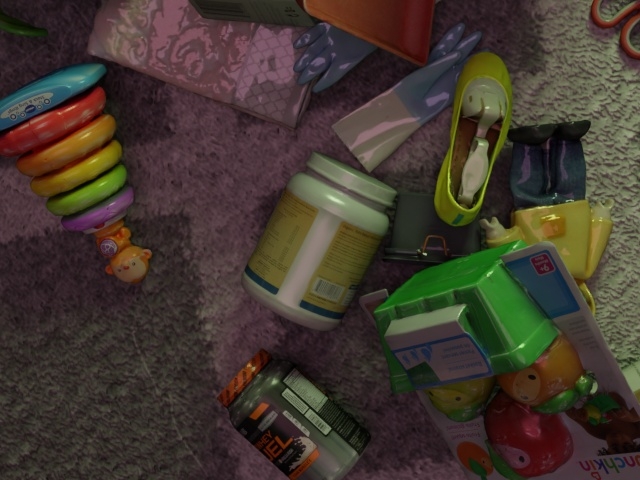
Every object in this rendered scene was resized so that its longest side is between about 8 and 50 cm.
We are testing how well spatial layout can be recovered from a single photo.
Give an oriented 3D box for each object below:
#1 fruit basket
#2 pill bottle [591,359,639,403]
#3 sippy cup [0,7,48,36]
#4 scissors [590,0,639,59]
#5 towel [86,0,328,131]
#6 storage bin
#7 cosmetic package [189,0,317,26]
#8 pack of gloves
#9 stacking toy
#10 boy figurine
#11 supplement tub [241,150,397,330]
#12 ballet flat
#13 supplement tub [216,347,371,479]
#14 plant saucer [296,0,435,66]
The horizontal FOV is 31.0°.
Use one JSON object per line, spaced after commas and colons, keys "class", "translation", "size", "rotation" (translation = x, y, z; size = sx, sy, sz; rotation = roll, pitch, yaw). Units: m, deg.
{"class": "fruit basket", "translation": [0.228, 0.190, 1.396], "size": [0.327, 0.165, 0.353], "rotation": [-19, 99, 49]}
{"class": "pill bottle", "translation": [0.458, 0.193, 1.441], "size": [0.229, 0.131, 0.131], "rotation": [-29, 90, 9]}
{"class": "sippy cup", "translation": [-0.327, -0.417, 1.433], "size": [0.224, 0.305, 0.240], "rotation": [29, 55, 12]}
{"class": "scissors", "translation": [0.485, -0.339, 1.449], "size": [0.297, 0.021, 0.109], "rotation": [-33, 88, 10]}
{"class": "towel", "translation": [-0.114, -0.347, 1.515], "size": [0.317, 0.053, 0.331], "rotation": [22, 96, 6]}
{"class": "storage bin", "translation": [0.150, -0.013, 1.490], "size": [0.135, 0.098, 0.091], "rotation": [4, 85, 7]}
{"class": "cosmetic package", "translation": [-0.077, -0.369, 1.401], "size": [0.151, 0.151, 0.183], "rotation": [6, 90, 5]}
{"class": "pack of gloves", "translation": [0.092, -0.232, 1.472], "size": [0.232, 0.046, 0.195], "rotation": [-40, 101, 1]}
{"class": "stacking toy", "translation": [-0.312, -0.072, 1.531], "size": [0.175, 0.166, 0.302], "rotation": [-23, 106, 5]}
{"class": "boy figurine", "translation": [0.289, -0.006, 1.462], "size": [0.177, 0.092, 0.285], "rotation": [-3, 91, -11]}
{"class": "supplement tub", "translation": [0.000, 0.000, 1.480], "size": [0.144, 0.144, 0.199], "rotation": [28, 98, 5]}
{"class": "ballet flat", "translation": [0.196, -0.130, 1.425], "size": [0.077, 0.077, 0.231], "rotation": [15, 82, -4]}
{"class": "supplement tub", "translation": [-0.037, 0.238, 1.519], "size": [0.190, 0.117, 0.117], "rotation": [42, 99, 3]}
{"class": "plant saucer", "translation": [0.057, -0.361, 1.371], "size": [0.048, 0.258, 0.259], "rotation": [5, 86, 37]}
